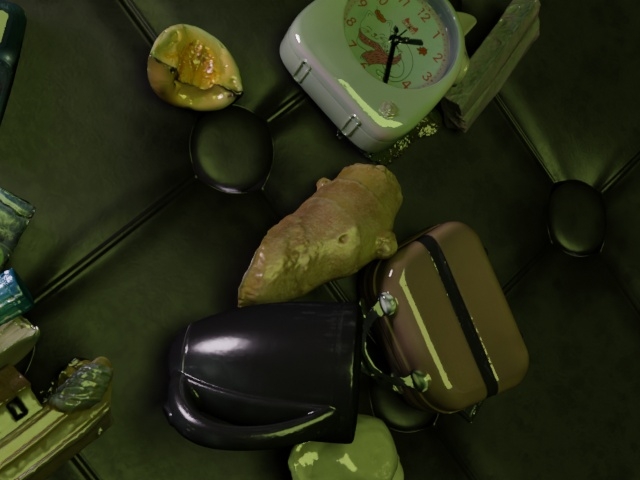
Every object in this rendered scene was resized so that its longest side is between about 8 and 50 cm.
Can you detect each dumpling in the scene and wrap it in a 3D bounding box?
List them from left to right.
[{"bbox_3d":[0.045,0.355,1.800,0.250,0.132,0.163,3,74,-46],"label":"dumpling"}]

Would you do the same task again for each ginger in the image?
[{"bbox_3d":[0.000,0.000,1.829,0.354,0.126,0.190,-34,64,-22],"label":"ginger"}]

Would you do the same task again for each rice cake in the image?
[{"bbox_3d":[0.310,-0.320,2.064,0.050,0.106,0.298,25,64,26],"label":"rice cake"}]

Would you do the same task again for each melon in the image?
[{"bbox_3d":[-0.204,-0.271,1.808,0.160,0.079,0.128,19,55,-23],"label":"melon"}]

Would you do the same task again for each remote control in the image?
[{"bbox_3d":[-0.481,-0.248,1.673,0.072,0.042,0.222,15,76,-27],"label":"remote control"}]

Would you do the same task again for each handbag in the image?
[{"bbox_3d":[0.177,0.143,1.888,0.283,0.149,0.302,-22,92,-25],"label":"handbag"}]

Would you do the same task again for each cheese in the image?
[{"bbox_3d":[-0.467,0.165,1.586,0.171,0.092,0.047,-35,72,-26],"label":"cheese"}]

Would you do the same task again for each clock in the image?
[{"bbox_3d":[0.118,-0.328,1.940,0.324,0.108,0.265,-41,89,-25],"label":"clock"}]

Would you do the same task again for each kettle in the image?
[{"bbox_3d":[-0.087,0.205,1.678,0.290,0.207,0.268,3,34,4],"label":"kettle"}]

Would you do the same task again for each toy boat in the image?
[{"bbox_3d":[-0.467,0.295,1.542,0.445,0.136,0.162,-39,101,-26],"label":"toy boat"}]

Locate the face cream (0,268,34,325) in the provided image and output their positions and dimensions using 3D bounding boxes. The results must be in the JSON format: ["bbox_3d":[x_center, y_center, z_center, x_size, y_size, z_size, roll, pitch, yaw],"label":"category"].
[{"bbox_3d":[-0.535,0.146,1.496,0.336,0.080,0.163,-32,110,-6],"label":"face cream"}]

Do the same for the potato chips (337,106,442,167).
[{"bbox_3d":[0.119,-0.197,1.986,0.209,0.026,0.142,4,82,-26],"label":"potato chips"}]

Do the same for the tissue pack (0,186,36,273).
[{"bbox_3d":[-0.524,0.014,1.591,0.173,0.073,0.236,30,70,-20],"label":"tissue pack"}]

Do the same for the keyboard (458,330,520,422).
[{"bbox_3d":[0.288,0.221,2.012,0.063,0.010,0.198,41,66,-17],"label":"keyboard"}]
